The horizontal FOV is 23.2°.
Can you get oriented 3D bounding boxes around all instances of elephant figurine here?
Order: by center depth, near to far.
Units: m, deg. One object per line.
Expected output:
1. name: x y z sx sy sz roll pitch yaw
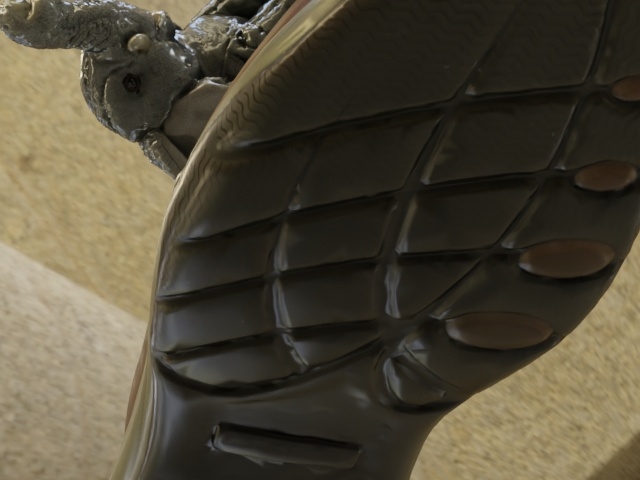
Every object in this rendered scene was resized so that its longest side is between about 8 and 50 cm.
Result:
1. elephant figurine: -0.104 -0.119 1.155 0.239 0.169 0.186 -26 -88 -19

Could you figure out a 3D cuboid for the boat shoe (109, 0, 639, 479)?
1. boat shoe: 0.000 0.000 0.492 0.123 0.324 0.120 14 -132 -15
